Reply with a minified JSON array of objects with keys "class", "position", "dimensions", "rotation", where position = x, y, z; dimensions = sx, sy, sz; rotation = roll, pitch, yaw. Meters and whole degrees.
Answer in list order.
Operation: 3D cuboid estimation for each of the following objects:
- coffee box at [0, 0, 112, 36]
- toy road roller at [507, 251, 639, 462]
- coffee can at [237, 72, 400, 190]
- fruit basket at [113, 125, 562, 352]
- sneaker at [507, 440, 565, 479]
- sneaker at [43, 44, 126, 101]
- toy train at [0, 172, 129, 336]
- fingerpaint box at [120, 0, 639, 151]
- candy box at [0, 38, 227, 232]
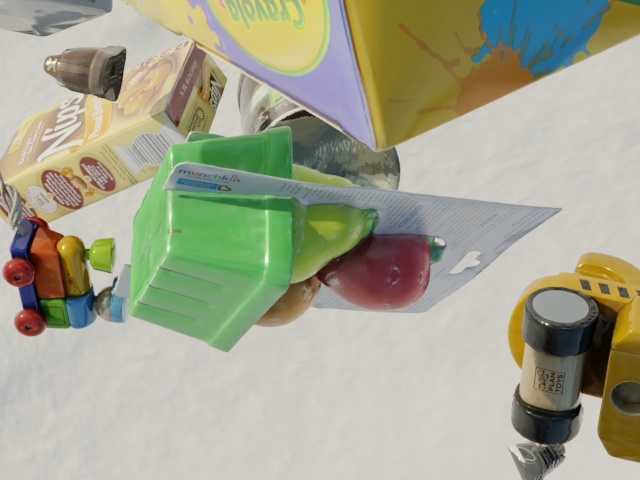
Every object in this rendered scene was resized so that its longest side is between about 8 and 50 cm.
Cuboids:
[{"class":"coffee box","position":[-0.248,-0.317,0.915],"dimensions":[0.168,0.119,0.297],"rotation":[3,86,-39]},{"class":"toy road roller","position":[0.411,0.139,1.627],"dimensions":[0.330,0.240,0.202],"rotation":[11,124,17]},{"class":"coffee can","position":[-0.008,-0.147,1.699],"dimensions":[0.202,0.275,0.201],"rotation":[-3,120,-5]},{"class":"fruit basket","position":[0.000,0.000,1.197],"dimensions":[0.353,0.327,0.165],"rotation":[0,70,-19]},{"class":"sneaker","position":[0.326,0.318,1.845],"dimensions":[0.077,0.178,0.072],"rotation":[-25,87,7]},{"class":"sneaker","position":[-0.267,-0.200,1.427],"dimensions":[0.071,0.188,0.066],"rotation":[12,93,-3]},{"class":"toy train","position":[-0.325,0.012,1.583],"dimensions":[0.143,0.105,0.248],"rotation":[1,130,2]},{"class":"fingerpaint box","position":[0.054,-0.246,0.658],"dimensions":[0.371,0.445,0.163],"rotation":[-25,122,-19]},{"class":"candy box","position":[-0.290,-0.140,1.681],"dimensions":[0.317,0.183,0.087],"rotation":[-20,123,25]}]
